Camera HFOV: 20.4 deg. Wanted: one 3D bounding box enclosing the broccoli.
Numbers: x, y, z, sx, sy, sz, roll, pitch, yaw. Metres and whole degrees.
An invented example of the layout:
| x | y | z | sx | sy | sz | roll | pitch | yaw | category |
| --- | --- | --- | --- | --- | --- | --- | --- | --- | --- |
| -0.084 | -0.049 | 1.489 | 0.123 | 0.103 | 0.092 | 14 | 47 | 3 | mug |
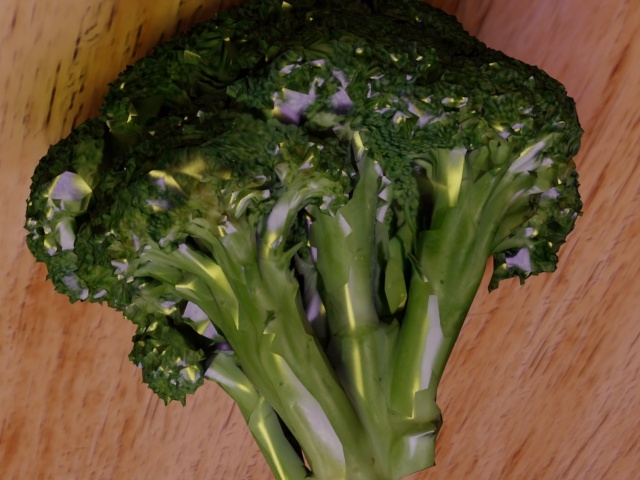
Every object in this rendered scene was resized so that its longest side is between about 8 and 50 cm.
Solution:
| x | y | z | sx | sy | sz | roll | pitch | yaw | category |
| --- | --- | --- | --- | --- | --- | --- | --- | --- | --- |
| 0.000 | 0.000 | 0.960 | 0.308 | 0.275 | 0.308 | -11 | 172 | -2 | broccoli |
